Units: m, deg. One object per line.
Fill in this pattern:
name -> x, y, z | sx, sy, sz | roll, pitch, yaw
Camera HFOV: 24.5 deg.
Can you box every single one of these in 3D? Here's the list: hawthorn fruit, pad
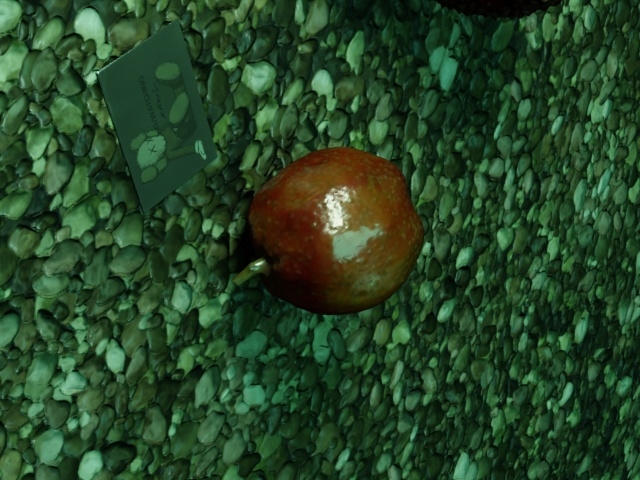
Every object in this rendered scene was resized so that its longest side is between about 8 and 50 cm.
hawthorn fruit -> 0.000, 0.000, 1.797 | 0.253, 0.205, 0.205 | -32, 128, -33
pad -> -0.180, -0.140, 1.666 | 0.127, 0.004, 0.190 | -41, 133, -33

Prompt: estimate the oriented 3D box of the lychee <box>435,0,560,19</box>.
lychee -> 0.224, -0.415, 1.873 | 0.271, 0.271, 0.271 | -24, 122, -44
